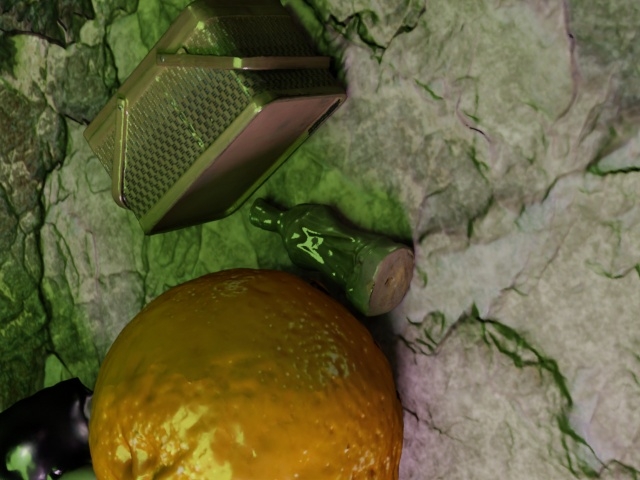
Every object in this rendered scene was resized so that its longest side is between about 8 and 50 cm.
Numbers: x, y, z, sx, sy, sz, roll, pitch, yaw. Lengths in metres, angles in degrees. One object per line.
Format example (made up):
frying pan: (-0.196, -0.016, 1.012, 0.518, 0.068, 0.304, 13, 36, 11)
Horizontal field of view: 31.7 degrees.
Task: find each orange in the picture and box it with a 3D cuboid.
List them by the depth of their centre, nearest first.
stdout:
orange: (-0.088, 0.203, 1.191, 0.341, 0.293, 0.340, 12, 112, 33)

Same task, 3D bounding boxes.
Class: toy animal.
toy animal: (-0.313, 0.321, 1.449, 0.266, 0.212, 0.212, 51, 123, 15)

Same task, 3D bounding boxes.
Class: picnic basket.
picnic basket: (-0.117, -0.137, 1.239, 0.267, 0.165, 0.139, -42, 75, 34)

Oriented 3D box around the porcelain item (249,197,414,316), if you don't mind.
porcelain item: (0.000, 0.000, 1.245, 0.216, 0.069, 0.081, 30, 119, 35)
